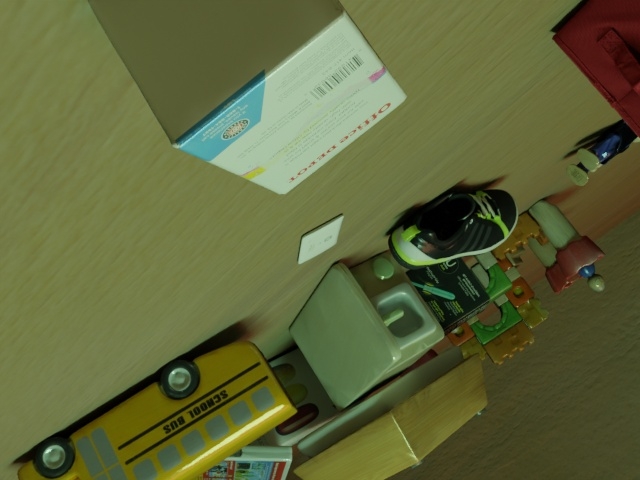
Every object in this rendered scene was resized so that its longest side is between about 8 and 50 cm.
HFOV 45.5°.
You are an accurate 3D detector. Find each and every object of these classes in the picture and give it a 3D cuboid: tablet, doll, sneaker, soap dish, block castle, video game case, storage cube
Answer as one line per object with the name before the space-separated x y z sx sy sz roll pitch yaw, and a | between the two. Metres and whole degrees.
tablet | 0.000 0.000 0.863 0.054 0.006 0.083 -29 164 -15
doll | 0.481 -0.155 1.267 0.189 0.046 0.129 -31 156 -32
sneaker | 0.197 -0.025 1.029 0.234 0.084 0.097 -23 160 -32
soap dish | 0.123 0.292 1.218 0.229 0.118 0.291 -40 166 35
block castle | 0.348 0.139 1.572 0.453 0.213 0.303 -35 164 3
video game case | -0.195 0.359 1.199 0.285 0.025 0.204 3 149 -7
storage cube | 0.373 -0.189 0.708 0.215 0.184 0.193 -12 152 -51

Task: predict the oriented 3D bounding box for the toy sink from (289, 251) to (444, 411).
toy sink | 0.073 0.120 1.094 0.131 0.153 0.234 -24 161 -29

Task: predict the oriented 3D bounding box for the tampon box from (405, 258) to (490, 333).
tampon box | 0.197 0.109 1.355 0.161 0.120 0.101 -31 163 -6

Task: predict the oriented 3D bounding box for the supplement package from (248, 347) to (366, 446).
supplement package | -0.063 0.285 1.337 0.244 0.139 0.134 -23 162 -34

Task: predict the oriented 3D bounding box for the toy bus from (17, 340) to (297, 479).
toy bus | -0.205 0.253 0.979 0.332 0.130 0.108 -32 164 -6

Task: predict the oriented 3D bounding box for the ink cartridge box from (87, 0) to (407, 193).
ink cartridge box | -0.026 -0.092 0.387 0.092 0.090 0.143 -36 165 10
